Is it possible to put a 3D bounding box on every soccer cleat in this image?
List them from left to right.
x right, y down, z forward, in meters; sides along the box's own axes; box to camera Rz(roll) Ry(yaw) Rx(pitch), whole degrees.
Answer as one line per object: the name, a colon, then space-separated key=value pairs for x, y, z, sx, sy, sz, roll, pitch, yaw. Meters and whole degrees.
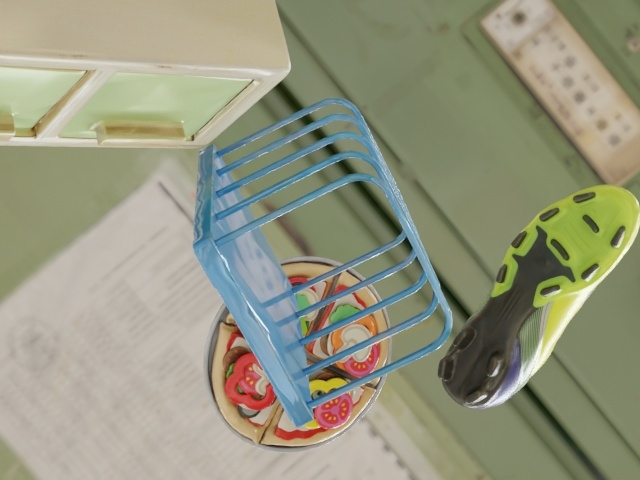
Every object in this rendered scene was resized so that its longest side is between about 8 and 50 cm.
soccer cleat: x=0.228 y=0.056 z=1.253 sx=0.121 sy=0.093 sz=0.289 roll=-3 pitch=133 yaw=-56

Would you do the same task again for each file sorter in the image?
file sorter: x=0.000 y=0.000 z=0.700 sx=0.104 sy=0.118 sz=0.170 roll=-26 pitch=-159 yaw=6

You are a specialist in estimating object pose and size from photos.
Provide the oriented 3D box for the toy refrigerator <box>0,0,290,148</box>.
toy refrigerator: x=-0.157 y=-0.101 z=0.601 sx=0.269 sy=0.094 sz=0.102 roll=-3 pitch=161 yaw=-37

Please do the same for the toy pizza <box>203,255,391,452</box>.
toy pizza: x=-0.017 y=0.116 z=1.196 sx=0.201 sy=0.201 sz=0.032 roll=-40 pitch=-157 yaw=-11
